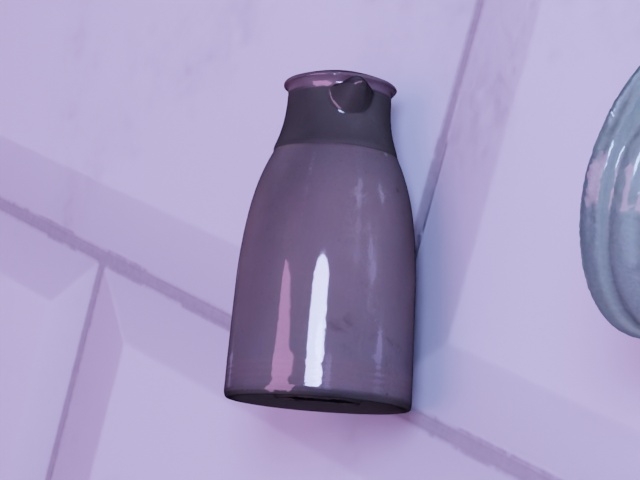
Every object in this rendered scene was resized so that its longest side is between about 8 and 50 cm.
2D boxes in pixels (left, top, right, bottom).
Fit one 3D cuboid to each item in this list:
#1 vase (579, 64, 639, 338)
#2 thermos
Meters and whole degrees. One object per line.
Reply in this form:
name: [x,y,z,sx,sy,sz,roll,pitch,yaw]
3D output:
vase: [0.265,0.006,0.742,0.299,0.143,0.143,17,97,43]
thermos: [0.000,0.000,1.060,0.137,0.105,0.193,142,132,-75]
